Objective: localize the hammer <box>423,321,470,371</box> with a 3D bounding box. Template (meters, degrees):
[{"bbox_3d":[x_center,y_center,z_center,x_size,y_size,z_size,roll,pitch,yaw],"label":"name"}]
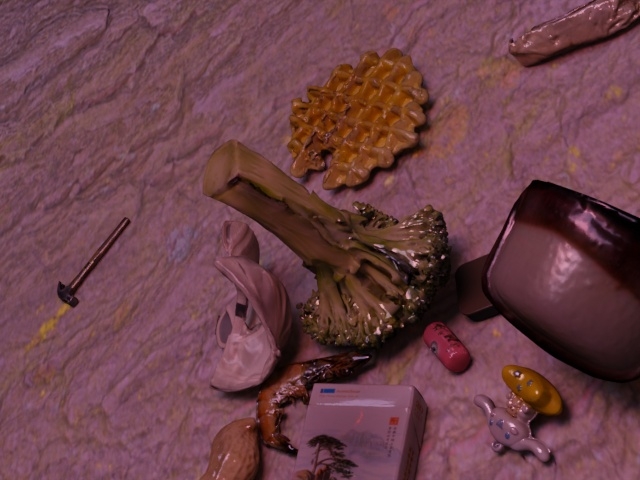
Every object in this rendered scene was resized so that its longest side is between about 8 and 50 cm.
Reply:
[{"bbox_3d":[0.169,0.143,1.977,0.043,0.043,0.083,-40,42,3],"label":"hammer"}]

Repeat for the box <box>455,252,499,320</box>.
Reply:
[{"bbox_3d":[0.247,0.056,1.998,0.126,0.031,0.091,-24,45,20],"label":"box"}]

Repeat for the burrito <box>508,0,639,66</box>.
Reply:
[{"bbox_3d":[0.386,-0.320,2.183,0.229,0.063,0.058,-21,18,24],"label":"burrito"}]

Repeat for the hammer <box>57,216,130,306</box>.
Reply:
[{"bbox_3d":[-0.388,0.032,2.513,0.062,0.017,0.182,22,69,45],"label":"hammer"}]

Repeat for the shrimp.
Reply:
[{"bbox_3d":[-0.012,0.228,2.047,0.195,0.035,0.148,-19,45,29],"label":"shrimp"}]

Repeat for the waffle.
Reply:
[{"bbox_3d":[0.060,-0.192,2.329,0.250,0.056,0.261,-23,43,19],"label":"waffle"}]

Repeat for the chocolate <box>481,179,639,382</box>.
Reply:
[{"bbox_3d":[0.335,0.065,1.779,0.283,0.283,0.186,25,89,46],"label":"chocolate"}]

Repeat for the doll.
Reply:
[{"bbox_3d":[0.247,0.215,1.852,0.135,0.071,0.113,5,78,47],"label":"doll"}]

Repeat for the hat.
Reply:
[{"bbox_3d":[-0.091,0.094,2.161,0.164,0.219,0.226,16,33,16],"label":"hat"}]

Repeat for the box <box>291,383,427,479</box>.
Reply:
[{"bbox_3d":[0.043,0.301,1.907,0.149,0.067,0.233,0,57,22],"label":"box"}]

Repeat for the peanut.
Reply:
[{"bbox_3d":[-0.130,0.326,2.027,0.082,0.082,0.187,0,57,37],"label":"peanut"}]

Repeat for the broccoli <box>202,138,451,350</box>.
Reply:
[{"bbox_3d":[-0.008,-0.001,2.015,0.221,0.361,0.252,-66,8,-17],"label":"broccoli"}]
